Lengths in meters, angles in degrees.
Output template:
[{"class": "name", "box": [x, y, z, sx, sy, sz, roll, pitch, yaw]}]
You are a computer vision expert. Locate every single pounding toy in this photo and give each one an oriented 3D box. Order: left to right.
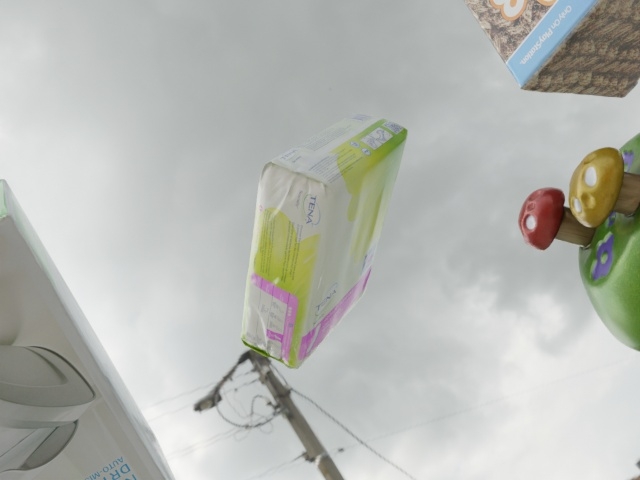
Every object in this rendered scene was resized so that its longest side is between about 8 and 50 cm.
[{"class": "pounding toy", "box": [0.207, -0.002, 0.449, 0.110, 0.237, 0.183, 15, -50, 3]}]

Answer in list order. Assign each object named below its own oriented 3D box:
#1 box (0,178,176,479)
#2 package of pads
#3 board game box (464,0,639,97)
[{"class": "box", "box": [-0.247, 0.129, 0.368, 0.262, 0.126, 0.231, -28, -65, -18]}, {"class": "package of pads", "box": [0.000, 0.000, 0.853, 0.229, 0.101, 0.297, -40, -32, -50]}, {"class": "board game box", "box": [0.210, -0.303, 0.520, 0.141, 0.291, 0.232, -5, -31, -32]}]
